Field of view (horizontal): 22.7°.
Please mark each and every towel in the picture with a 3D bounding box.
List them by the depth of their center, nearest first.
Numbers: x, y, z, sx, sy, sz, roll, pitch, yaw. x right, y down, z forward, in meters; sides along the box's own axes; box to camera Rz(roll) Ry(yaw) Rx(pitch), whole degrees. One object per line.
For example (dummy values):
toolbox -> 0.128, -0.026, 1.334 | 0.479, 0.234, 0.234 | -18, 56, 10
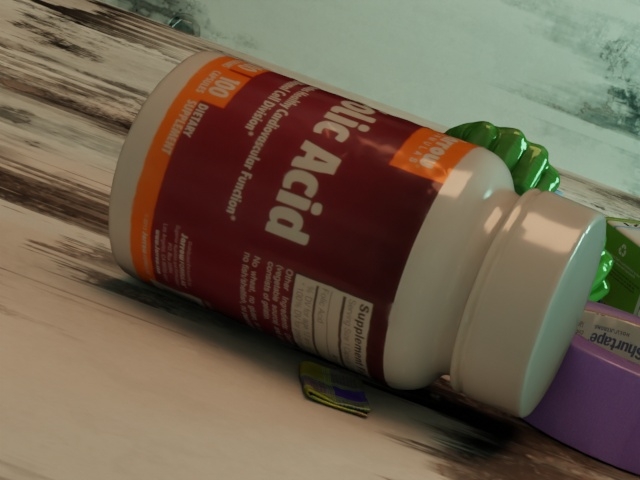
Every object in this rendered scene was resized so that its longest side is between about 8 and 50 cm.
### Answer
towel -> 0.011, 0.123, 1.339 | 0.060, 0.009, 0.083 | 19, 12, -7

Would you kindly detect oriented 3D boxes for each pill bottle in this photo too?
pill bottle -> 0.033, -0.004, 1.400 | 0.392, 0.224, 0.224 | 21, 12, 18

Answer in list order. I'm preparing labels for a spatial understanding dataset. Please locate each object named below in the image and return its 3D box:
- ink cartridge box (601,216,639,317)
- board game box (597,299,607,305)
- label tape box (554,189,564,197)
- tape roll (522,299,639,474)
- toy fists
ink cartridge box -> 0.465, 0.070, 1.922 | 0.189, 0.097, 0.255 | 6, 20, -26
board game box -> 0.451, 0.098, 2.081 | 0.170, 0.048, 0.141 | 28, 15, 33
label tape box -> 0.128, -0.082, 2.223 | 0.348, 0.115, 0.249 | 7, 17, -38
tape roll -> 0.299, 0.141, 1.540 | 0.275, 0.090, 0.275 | 18, 12, -4
toy fists -> 0.233, -0.025, 1.858 | 0.142, 0.096, 0.279 | -12, -57, 47
